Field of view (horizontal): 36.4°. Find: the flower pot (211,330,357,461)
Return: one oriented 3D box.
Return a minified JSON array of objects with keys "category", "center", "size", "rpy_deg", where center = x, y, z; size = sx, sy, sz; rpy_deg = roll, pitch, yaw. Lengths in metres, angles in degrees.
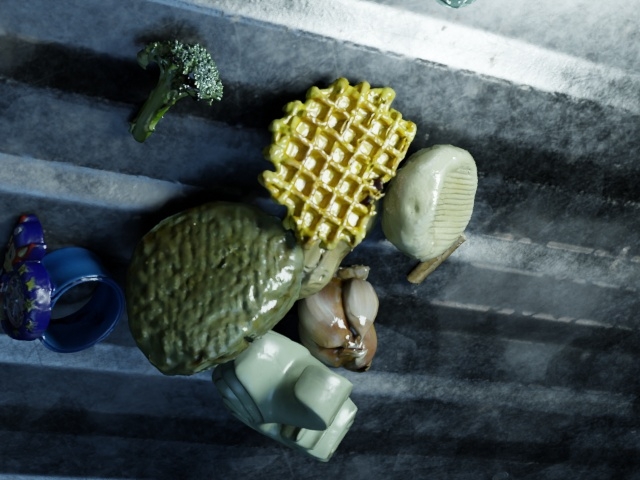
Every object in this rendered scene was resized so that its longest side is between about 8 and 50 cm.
[{"category":"flower pot","center":[-0.066,0.283,1.839],"size":[0.165,0.254,0.367],"rpy_deg":[-56,165,-18]}]

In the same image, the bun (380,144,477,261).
[{"category":"bun","center":[0.184,-0.076,1.730],"size":[0.231,0.133,0.231],"rpy_deg":[-38,140,-40]}]

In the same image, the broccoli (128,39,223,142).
[{"category":"broccoli","center":[-0.241,-0.230,1.531],"size":[0.122,0.118,0.204],"rpy_deg":[-9,156,-50]}]

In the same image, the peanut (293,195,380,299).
[{"category":"peanut","center":[0.000,0.000,1.765],"size":[0.130,0.130,0.290],"rpy_deg":[24,117,-32]}]

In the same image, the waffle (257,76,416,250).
[{"category":"waffle","center":[0.032,-0.125,1.623],"size":[0.309,0.065,0.283],"rpy_deg":[-17,99,-25]}]

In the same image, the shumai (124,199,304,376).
[{"category":"shumai","center":[-0.168,0.096,1.724],"size":[0.330,0.292,0.288],"rpy_deg":[-29,154,1]}]

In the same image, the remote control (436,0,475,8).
[{"category":"remote control","center":[0.257,-0.470,1.501],"size":[0.104,0.052,0.247],"rpy_deg":[24,119,-30]}]

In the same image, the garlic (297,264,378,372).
[{"category":"garlic","center":[0.032,0.171,1.899],"size":[0.160,0.191,0.214],"rpy_deg":[6,138,0]}]

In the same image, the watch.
[{"category":"watch","center":[-0.449,0.090,1.695],"size":[0.200,0.171,0.196],"rpy_deg":[8,126,-41]}]

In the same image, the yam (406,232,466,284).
[{"category":"yam","center":[0.230,0.034,1.929],"size":[0.032,0.032,0.145],"rpy_deg":[32,113,-35]}]
